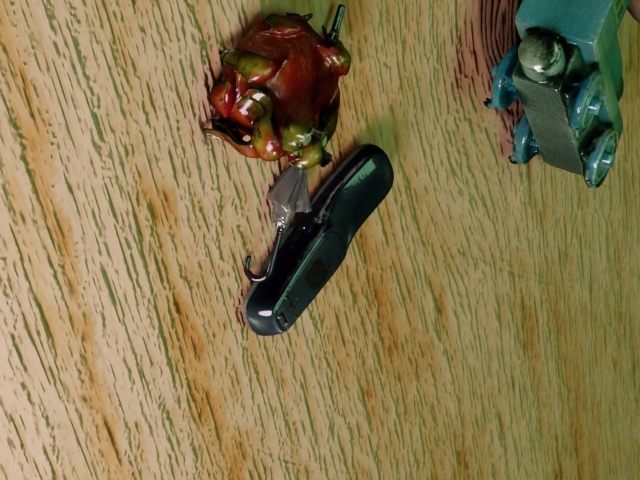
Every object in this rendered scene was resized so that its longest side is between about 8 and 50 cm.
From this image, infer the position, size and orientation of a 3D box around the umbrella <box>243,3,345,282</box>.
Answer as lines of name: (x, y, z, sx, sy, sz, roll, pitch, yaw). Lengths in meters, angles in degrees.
umbrella: (-0.011, -0.086, 1.535, 0.044, 0.044, 0.269, -43, 152, -84)

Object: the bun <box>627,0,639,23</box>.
bun: (0.449, -0.395, 1.800, 0.365, 0.219, 0.365, 17, 90, -71)

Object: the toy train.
toy train: (0.275, -0.182, 1.788, 0.194, 0.120, 0.298, -66, 159, -12)

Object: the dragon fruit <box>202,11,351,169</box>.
dragon fruit: (-0.031, -0.117, 1.437, 0.142, 0.175, 0.138, -30, 134, 6)

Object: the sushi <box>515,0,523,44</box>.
sushi: (0.255, -0.388, 1.730, 0.290, 0.050, 0.264, -56, 160, -21)

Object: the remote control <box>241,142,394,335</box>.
remote control: (0.000, 0.000, 1.595, 0.222, 0.042, 0.072, -53, 146, -21)
